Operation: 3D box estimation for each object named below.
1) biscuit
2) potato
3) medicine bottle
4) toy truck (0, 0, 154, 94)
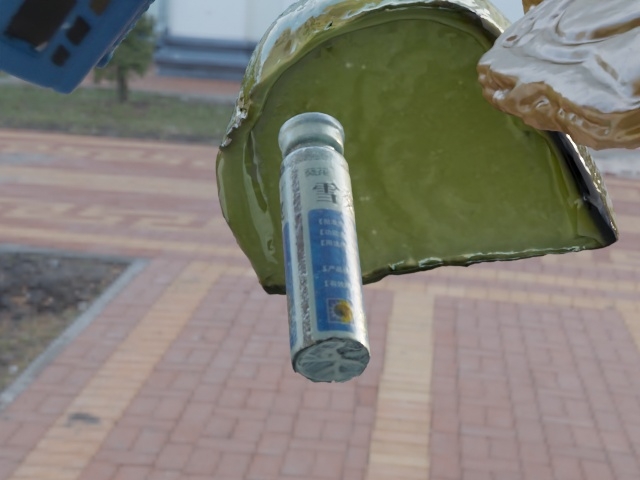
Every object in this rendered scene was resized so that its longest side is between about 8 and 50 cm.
[{"bbox_3d":[0.224,-0.137,0.687,0.269,0.051,0.376,-25,22,-1],"label":"biscuit"},{"bbox_3d":[0.069,-0.129,1.058,0.330,0.280,0.213,-11,40,10],"label":"potato"},{"bbox_3d":[0.000,0.000,0.788,0.051,0.051,0.191,3,52,-8],"label":"medicine bottle"},{"bbox_3d":[-0.094,-0.247,0.586,0.162,0.385,0.161,27,45,-22],"label":"toy truck"}]
